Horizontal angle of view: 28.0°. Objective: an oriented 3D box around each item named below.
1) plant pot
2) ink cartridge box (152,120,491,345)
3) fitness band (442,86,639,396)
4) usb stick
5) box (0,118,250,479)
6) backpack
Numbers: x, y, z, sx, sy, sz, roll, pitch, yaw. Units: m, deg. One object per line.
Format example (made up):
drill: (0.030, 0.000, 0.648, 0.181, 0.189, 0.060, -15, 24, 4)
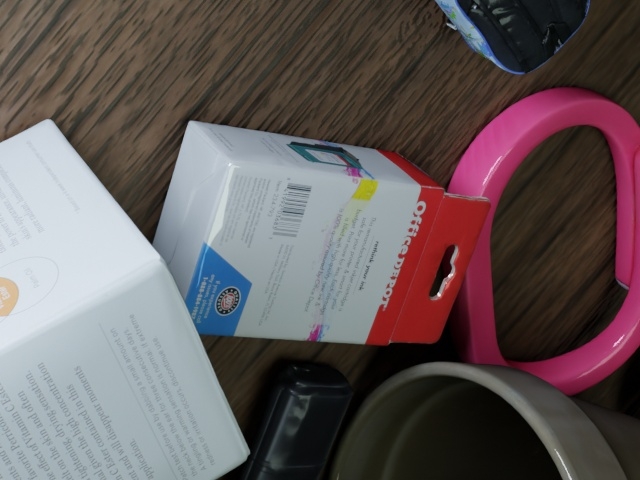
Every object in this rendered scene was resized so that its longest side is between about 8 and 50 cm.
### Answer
plant pot: (0.202, 0.259, 1.067, 0.280, 0.323, 0.323, 2, 115, -37)
ink cartridge box: (0.000, 0.000, 0.949, 0.231, 0.078, 0.134, 7, 113, -33)
fitness band: (0.202, 0.009, 1.094, 0.209, 0.054, 0.291, -20, 123, -17)
usb stick: (-0.048, 0.228, 1.070, 0.077, 0.045, 0.278, 6, 112, -40)
box: (-0.255, 0.106, 0.770, 0.345, 0.215, 0.168, -29, 127, -14)
backpack: (0.133, -0.186, 0.920, 0.105, 0.084, 0.114, -42, 124, -3)
